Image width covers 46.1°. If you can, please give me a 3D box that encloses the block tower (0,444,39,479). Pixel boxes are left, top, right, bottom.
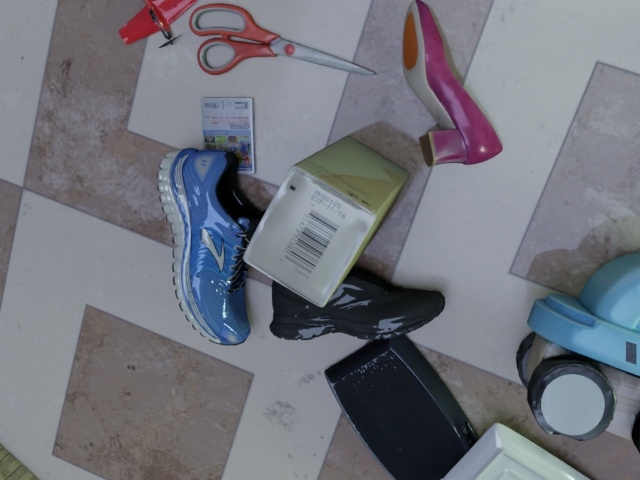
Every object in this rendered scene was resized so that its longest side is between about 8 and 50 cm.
[{"bbox_3d":[-0.627,0.482,1.460,0.335,0.091,0.097,43,111,0],"label":"block tower"}]

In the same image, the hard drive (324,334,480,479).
[{"bbox_3d":[0.133,0.287,1.231,0.172,0.054,0.254,-34,93,20],"label":"hard drive"}]

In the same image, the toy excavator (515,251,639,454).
[{"bbox_3d":[0.526,0.086,1.013,0.433,0.222,0.445,19,99,8],"label":"toy excavator"}]

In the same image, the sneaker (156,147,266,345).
[{"bbox_3d":[-0.153,0.013,1.197,0.147,0.130,0.330,-6,105,16],"label":"sneaker"}]

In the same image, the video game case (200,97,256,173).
[{"bbox_3d":[-0.148,-0.169,1.212,0.087,0.011,0.122,3,104,13],"label":"video game case"}]

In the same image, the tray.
[{"bbox_3d":[0.343,0.409,1.193,0.270,0.030,0.145,33,111,-8],"label":"tray"}]

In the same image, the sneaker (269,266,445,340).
[{"bbox_3d":[0.050,0.087,1.180,0.286,0.109,0.130,-4,97,13],"label":"sneaker"}]

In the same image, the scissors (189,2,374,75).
[{"bbox_3d":[-0.062,-0.306,1.149,0.297,0.021,0.109,5,103,15],"label":"scissors"}]

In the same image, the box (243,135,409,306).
[{"bbox_3d":[0.021,-0.041,1.041,0.121,0.311,0.148,31,111,5],"label":"box"}]

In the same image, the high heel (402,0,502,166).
[{"bbox_3d":[0.192,-0.230,1.089,0.117,0.082,0.244,-11,87,-15],"label":"high heel"}]

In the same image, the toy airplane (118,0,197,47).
[{"bbox_3d":[-0.268,-0.377,1.181,0.151,0.028,0.151,3,104,12],"label":"toy airplane"}]
